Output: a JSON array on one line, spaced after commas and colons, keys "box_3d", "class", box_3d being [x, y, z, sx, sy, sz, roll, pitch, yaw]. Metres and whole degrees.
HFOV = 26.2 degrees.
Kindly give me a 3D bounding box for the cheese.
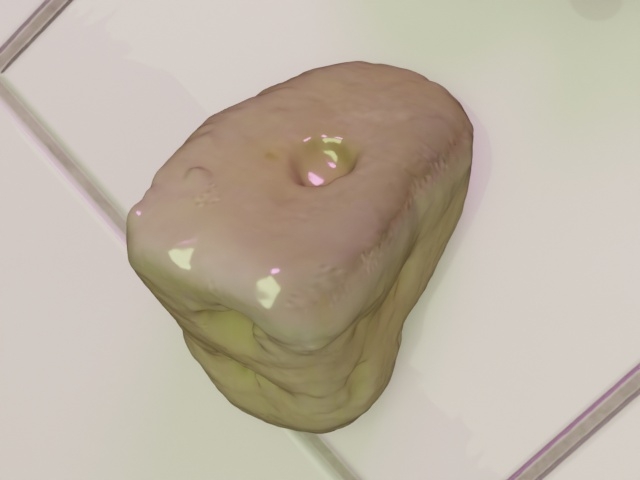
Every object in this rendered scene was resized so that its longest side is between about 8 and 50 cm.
[{"box_3d": [-0.001, -0.001, 0.951, 0.173, 0.251, 0.248, 23, 61, 23], "class": "cheese"}]
